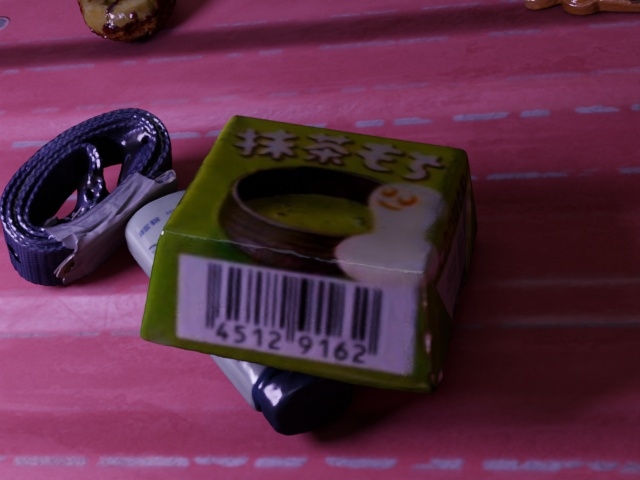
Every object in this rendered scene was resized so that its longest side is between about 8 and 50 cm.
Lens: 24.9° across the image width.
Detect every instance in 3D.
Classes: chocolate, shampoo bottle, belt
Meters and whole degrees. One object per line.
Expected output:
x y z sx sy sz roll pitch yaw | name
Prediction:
0.000 0.000 1.464 0.300 0.137 0.289 10 33 9 | chocolate
-0.079 0.065 1.552 0.134 0.078 0.359 -25 42 -19 | shampoo bottle
-0.270 -0.046 1.702 0.139 0.126 0.230 41 66 15 | belt

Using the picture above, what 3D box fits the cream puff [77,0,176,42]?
-0.267 -0.328 2.019 0.149 0.084 0.149 -12 46 12 | cream puff

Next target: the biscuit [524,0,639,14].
0.356 -0.346 1.854 0.280 0.043 0.183 25 61 41 | biscuit
